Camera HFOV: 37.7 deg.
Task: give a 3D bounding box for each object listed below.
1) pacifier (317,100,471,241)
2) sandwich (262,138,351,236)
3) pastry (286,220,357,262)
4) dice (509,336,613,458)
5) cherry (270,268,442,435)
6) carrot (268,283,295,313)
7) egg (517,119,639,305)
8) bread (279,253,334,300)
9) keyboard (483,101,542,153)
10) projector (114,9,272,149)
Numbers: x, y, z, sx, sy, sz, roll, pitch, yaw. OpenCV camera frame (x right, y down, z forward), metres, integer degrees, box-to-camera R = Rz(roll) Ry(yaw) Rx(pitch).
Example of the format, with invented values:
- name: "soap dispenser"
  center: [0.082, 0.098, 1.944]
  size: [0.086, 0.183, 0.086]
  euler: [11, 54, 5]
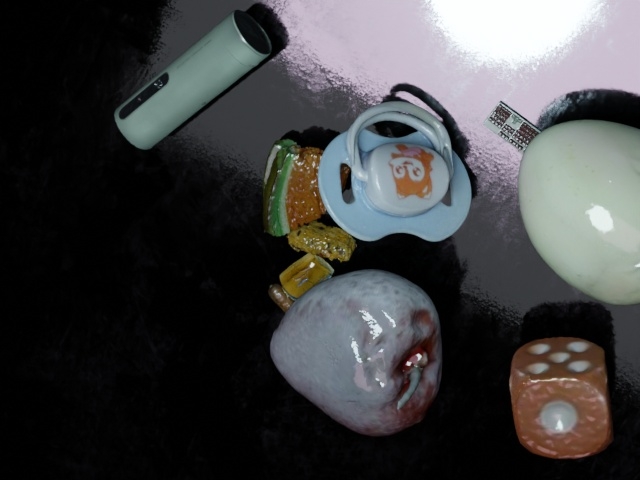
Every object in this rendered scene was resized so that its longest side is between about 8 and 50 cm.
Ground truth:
- name: "pacifier"
  center: [0.119, -0.099, 1.727]
  size: [0.299, 0.244, 0.233]
  euler: [2, 158, -21]
- name: "sandwich"
  center: [-0.033, -0.101, 1.817]
  size: [0.160, 0.109, 0.185]
  euler: [7, 112, -6]
- name: "pastry"
  center: [0.000, 0.000, 1.852]
  size: [0.140, 0.080, 0.056]
  euler: [10, 125, 15]
- name: "dice"
  center: [0.453, 0.293, 1.761]
  size: [0.175, 0.179, 0.174]
  euler: [-7, 107, 16]
- name: "cherry"
  center: [0.077, 0.200, 1.788]
  size: [0.335, 0.291, 0.326]
  euler: [33, 136, 20]
- name: "carrot"
  center: [-0.049, 0.154, 1.954]
  size: [0.035, 0.036, 0.165]
  euler: [-39, 97, 27]
- name: "egg"
  center: [0.482, -0.052, 1.558]
  size: [0.345, 0.283, 0.283]
  euler: [43, 118, 16]
- name: "bread"
  center: [-0.032, 0.073, 1.906]
  size: [0.106, 0.053, 0.072]
  euler: [-39, 98, 22]
- name: "keyboard"
  center: [0.373, -0.179, 1.689]
  size: [0.166, 0.017, 0.055]
  euler: [37, 117, 2]
- name: "projector"
  center: [-0.249, -0.304, 1.802]
  size: [0.337, 0.108, 0.108]
  euler: [-33, 97, 26]
